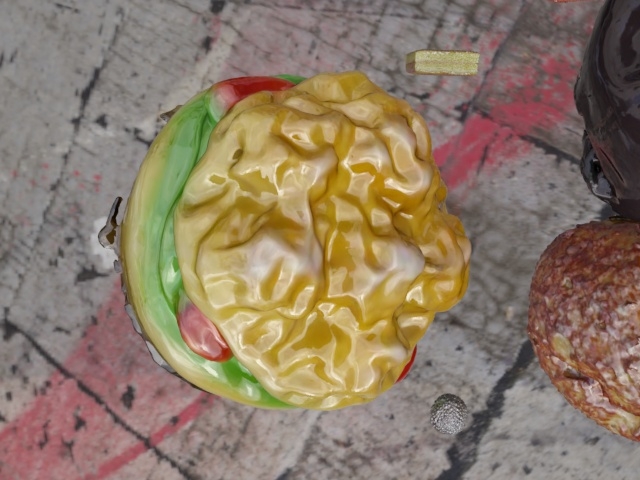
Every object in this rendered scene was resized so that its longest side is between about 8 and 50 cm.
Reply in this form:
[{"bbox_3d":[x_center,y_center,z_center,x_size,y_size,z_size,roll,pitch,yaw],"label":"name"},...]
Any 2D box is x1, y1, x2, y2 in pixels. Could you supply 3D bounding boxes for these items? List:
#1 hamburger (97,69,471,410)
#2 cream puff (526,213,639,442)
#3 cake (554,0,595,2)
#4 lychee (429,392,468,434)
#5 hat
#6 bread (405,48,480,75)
[{"bbox_3d":[0.000,0.000,0.584,0.149,0.237,0.237,-8,86,48],"label":"hamburger"},{"bbox_3d":[0.296,0.088,0.822,0.240,0.164,0.240,28,139,28],"label":"cream puff"},{"bbox_3d":[0.413,-0.426,1.418,0.117,0.220,0.086,-7,93,-8],"label":"cake"},{"bbox_3d":[0.216,0.293,1.557,0.068,0.083,0.067,-7,48,-4],"label":"lychee"},{"bbox_3d":[0.335,-0.144,0.634,0.336,0.209,0.238,-25,84,9],"label":"hat"},{"bbox_3d":[0.166,-0.245,1.273,0.090,0.094,0.035,1,100,-3],"label":"bread"}]
